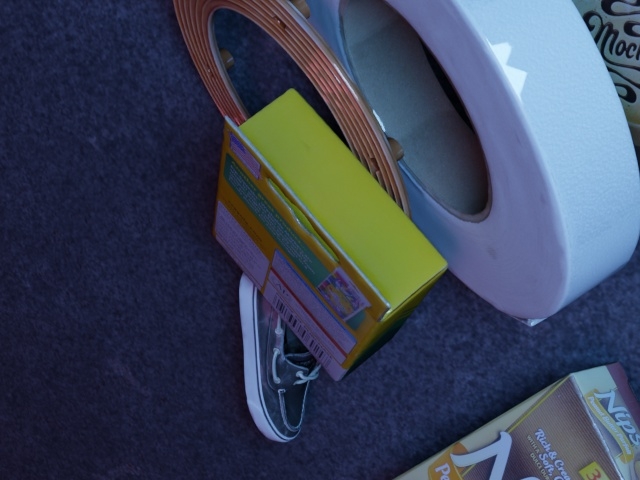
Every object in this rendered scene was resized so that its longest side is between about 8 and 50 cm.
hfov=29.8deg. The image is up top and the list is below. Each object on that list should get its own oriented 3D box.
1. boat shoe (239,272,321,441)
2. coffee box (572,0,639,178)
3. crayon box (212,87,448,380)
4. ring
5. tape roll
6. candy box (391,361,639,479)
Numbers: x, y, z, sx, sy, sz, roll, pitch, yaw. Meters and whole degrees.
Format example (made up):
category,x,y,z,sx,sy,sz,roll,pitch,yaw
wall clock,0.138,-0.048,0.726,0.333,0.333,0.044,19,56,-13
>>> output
category,x,y,z,sx,sy,sz,roll,pitch,yaw
boat shoe,-0.038,0.129,1.312,0.070,0.078,0.219,8,119,31
coffee box,0.212,-0.190,0.836,0.297,0.119,0.168,53,152,31
crayon box,0.000,0.000,1.078,0.203,0.083,0.323,49,165,8
ring,-0.024,-0.123,1.092,0.336,0.032,0.336,46,162,19
tape roll,0.098,-0.116,0.937,0.392,0.072,0.392,54,167,18
candy box,0.202,0.271,1.187,0.316,0.087,0.183,-42,65,42
